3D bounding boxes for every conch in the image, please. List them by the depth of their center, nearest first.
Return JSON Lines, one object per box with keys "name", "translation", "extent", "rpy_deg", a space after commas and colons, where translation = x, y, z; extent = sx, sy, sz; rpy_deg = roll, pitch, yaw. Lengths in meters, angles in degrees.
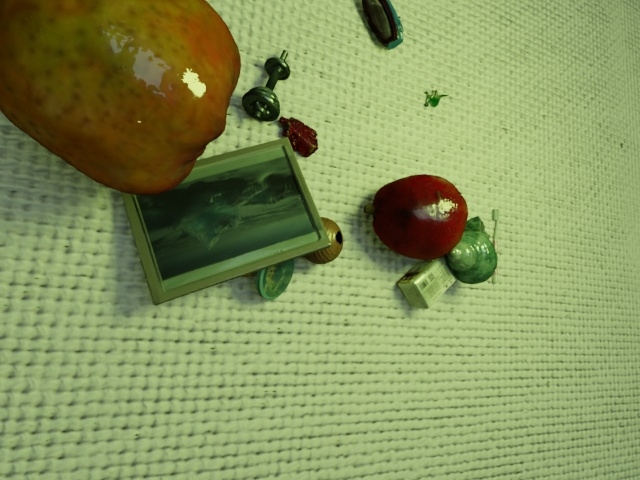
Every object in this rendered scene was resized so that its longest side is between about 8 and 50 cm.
{"name": "conch", "translation": [0.491, 0.036, 1.385], "extent": [0.278, 0.196, 0.220], "rpy_deg": [-9, 108, -46]}

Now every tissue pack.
{"name": "tissue pack", "translation": [0.341, 0.134, 1.362], "extent": [0.149, 0.099, 0.106], "rpy_deg": [-37, 102, -26]}

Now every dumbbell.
{"name": "dumbbell", "translation": [-0.141, -0.448, 1.201], "extent": [0.110, 0.110, 0.254], "rpy_deg": [26, 66, -21]}

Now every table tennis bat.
{"name": "table tennis bat", "translation": [-0.108, 0.046, 1.128], "extent": [0.149, 0.038, 0.236], "rpy_deg": [1, 105, -58]}

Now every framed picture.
{"name": "framed picture", "translation": [-0.234, -0.065, 1.051], "extent": [0.447, 0.028, 0.325], "rpy_deg": [-19, 78, -16]}

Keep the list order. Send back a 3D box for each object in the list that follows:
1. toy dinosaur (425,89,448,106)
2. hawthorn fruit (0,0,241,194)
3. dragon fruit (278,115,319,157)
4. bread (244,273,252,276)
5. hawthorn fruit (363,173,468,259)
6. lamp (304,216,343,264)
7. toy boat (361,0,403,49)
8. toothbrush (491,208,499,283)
{"name": "toy dinosaur", "translation": [0.420, -0.516, 1.535], "extent": [0.120, 0.029, 0.060], "rpy_deg": [-15, 106, -33]}
{"name": "hawthorn fruit", "translation": [-0.407, -0.338, 0.857], "extent": [0.473, 0.472, 0.470], "rpy_deg": [4, 82, -26]}
{"name": "dragon fruit", "translation": [-0.074, -0.305, 1.249], "extent": [0.131, 0.063, 0.097], "rpy_deg": [26, 40, -22]}
{"name": "bread", "translation": [-0.171, -0.005, 1.120], "extent": [0.084, 0.114, 0.210], "rpy_deg": [26, 72, -5]}
{"name": "hawthorn fruit", "translation": [0.280, -0.080, 1.282], "extent": [0.308, 0.265, 0.264], "rpy_deg": [12, 77, -6]}
{"name": "lamp", "translation": [0.000, 0.000, 1.189], "extent": [0.137, 0.136, 0.136], "rpy_deg": [4, 82, -26]}
{"name": "toy boat", "translation": [0.209, -0.758, 1.419], "extent": [0.097, 0.100, 0.223], "rpy_deg": [-36, 100, -51]}
{"name": "toothbrush", "translation": [0.654, 0.019, 1.580], "extent": [0.025, 0.020, 0.285], "rpy_deg": [8, 79, -17]}
